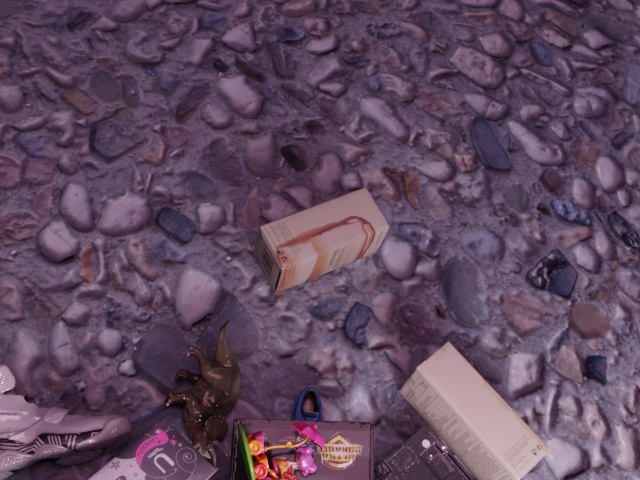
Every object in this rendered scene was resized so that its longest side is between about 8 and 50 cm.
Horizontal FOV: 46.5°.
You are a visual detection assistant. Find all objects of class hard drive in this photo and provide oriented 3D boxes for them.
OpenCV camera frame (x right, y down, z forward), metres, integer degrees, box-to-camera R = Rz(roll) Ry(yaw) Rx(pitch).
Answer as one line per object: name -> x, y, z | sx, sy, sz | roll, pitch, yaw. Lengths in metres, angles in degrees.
hard drive -> 0.246, 0.592, 1.568 | 0.236, 0.064, 0.339 | -34, 70, -26

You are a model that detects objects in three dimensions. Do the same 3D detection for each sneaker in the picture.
sneaker -> -0.578, 0.353, 1.513 | 0.365, 0.137, 0.210 | -10, 65, -12
sneaker -> -0.032, 0.419, 1.610 | 0.069, 0.082, 0.210 | 8, 60, -8

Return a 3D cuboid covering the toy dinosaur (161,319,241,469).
toy dinosaur -> -0.242, 0.330, 1.623 | 0.160, 0.121, 0.314 | 27, 53, -8

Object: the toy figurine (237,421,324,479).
toy figurine -> -0.067, 0.425, 1.458 | 0.159, 0.130, 0.173 | -12, 90, -12

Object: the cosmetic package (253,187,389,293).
cosmetic package -> 0.000, 0.000, 1.825 | 0.296, 0.153, 0.129 | -22, 68, -20

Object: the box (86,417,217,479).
box -> -0.348, 0.492, 1.431 | 0.163, 0.142, 0.247 | 40, 41, 13

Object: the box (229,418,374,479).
box -> -0.039, 0.516, 1.508 | 0.295, 0.073, 0.294 | 2, 68, 2

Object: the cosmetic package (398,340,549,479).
cosmetic package -> 0.331, 0.394, 1.647 | 0.113, 0.160, 0.309 | -33, 71, -27
